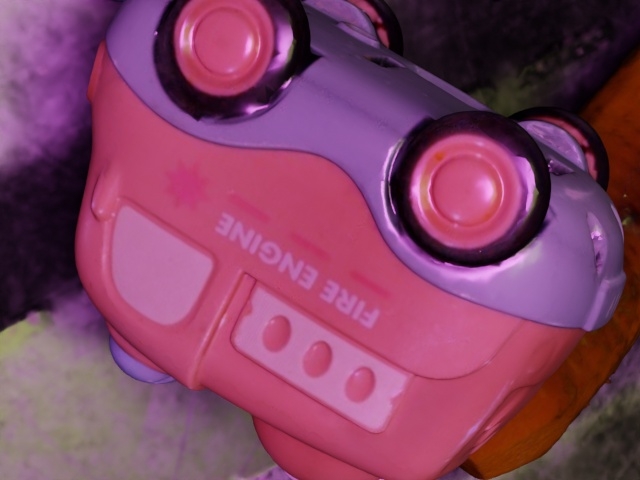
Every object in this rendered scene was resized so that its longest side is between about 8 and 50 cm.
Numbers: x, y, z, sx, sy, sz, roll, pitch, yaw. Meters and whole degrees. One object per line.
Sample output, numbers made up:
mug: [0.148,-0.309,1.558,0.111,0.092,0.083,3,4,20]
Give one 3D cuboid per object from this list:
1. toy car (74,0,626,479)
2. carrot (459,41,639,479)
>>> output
toy car: [0.000,0.000,0.926,0.270,0.180,0.212,33,103,13]
carrot: [0.152,-0.008,1.054,0.114,0.114,0.302,45,76,-22]
